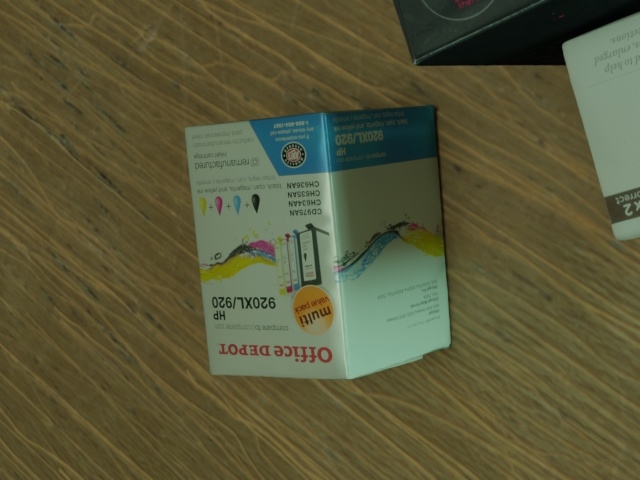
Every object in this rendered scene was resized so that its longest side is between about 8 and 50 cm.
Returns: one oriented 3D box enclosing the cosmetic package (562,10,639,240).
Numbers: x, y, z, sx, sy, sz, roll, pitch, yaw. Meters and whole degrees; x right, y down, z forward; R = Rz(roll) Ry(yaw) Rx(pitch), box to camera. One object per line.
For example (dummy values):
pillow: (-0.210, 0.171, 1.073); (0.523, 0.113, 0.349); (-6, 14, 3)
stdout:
cosmetic package: (0.297, -0.096, 0.946); (0.151, 0.184, 0.151); (-18, 85, 39)

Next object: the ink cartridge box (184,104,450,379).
ink cartridge box: (0.000, 0.000, 1.211); (0.171, 0.168, 0.232); (-2, 96, 39)

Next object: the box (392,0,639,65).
box: (0.183, -0.220, 0.965); (0.165, 0.270, 0.143); (-22, 82, 39)
